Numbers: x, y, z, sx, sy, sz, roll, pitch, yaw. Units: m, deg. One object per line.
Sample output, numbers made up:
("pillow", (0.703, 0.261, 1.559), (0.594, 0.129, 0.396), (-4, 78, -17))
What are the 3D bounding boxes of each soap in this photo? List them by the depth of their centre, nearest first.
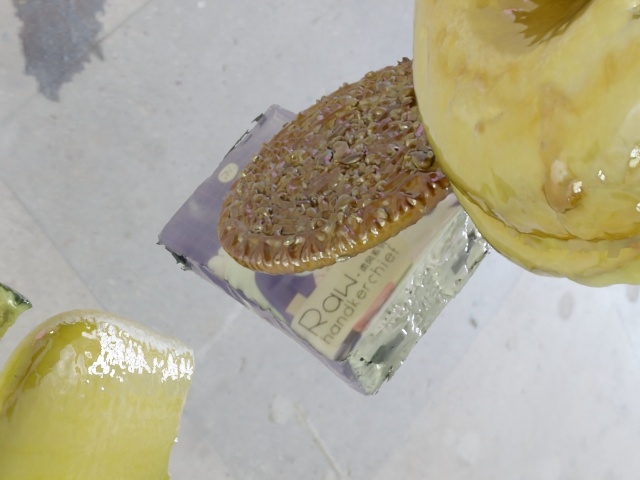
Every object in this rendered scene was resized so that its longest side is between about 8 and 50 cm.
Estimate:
("soap", (-0.309, 0.242, 1.295), (0.306, 0.115, 0.427), (-68, 160, -5))

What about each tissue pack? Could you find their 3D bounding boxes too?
("tissue pack", (0.000, 0.000, 1.182), (0.242, 0.344, 0.125), (-50, 140, -12))

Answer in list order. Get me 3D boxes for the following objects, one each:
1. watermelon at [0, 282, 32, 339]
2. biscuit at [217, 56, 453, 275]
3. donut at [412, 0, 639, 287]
("watermelon", (-0.260, 0.088, 0.620), (0.181, 0.092, 0.075), (-50, 161, -9))
("biscuit", (0.030, -0.083, 0.934), (0.305, 0.305, 0.038), (-49, 122, -25))
("donut", (0.214, -0.187, 0.659), (0.198, 0.449, 0.448), (12, 88, -30))
